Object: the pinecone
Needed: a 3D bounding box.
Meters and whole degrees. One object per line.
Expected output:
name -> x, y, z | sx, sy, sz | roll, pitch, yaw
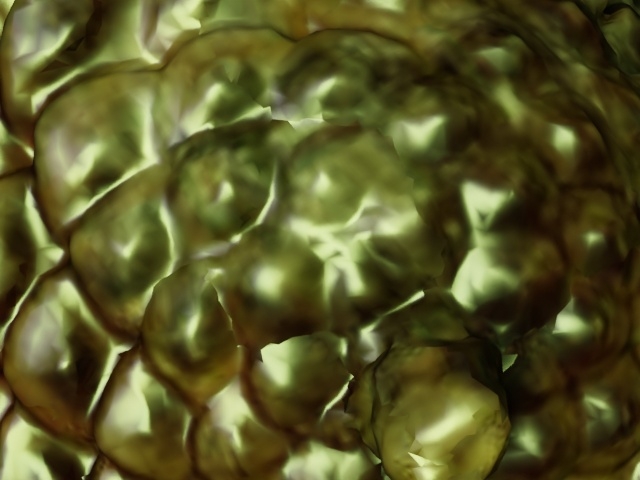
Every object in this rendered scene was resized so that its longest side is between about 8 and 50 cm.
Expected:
pinecone -> -0.004, 0.002, 0.473 | 0.298, 0.296, 0.242 | 41, 119, -16
